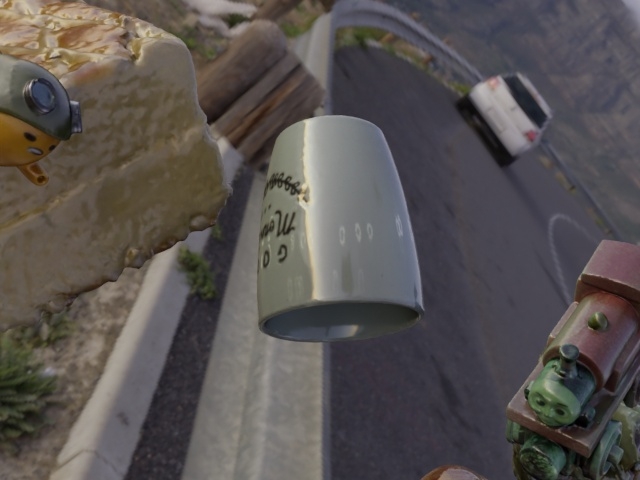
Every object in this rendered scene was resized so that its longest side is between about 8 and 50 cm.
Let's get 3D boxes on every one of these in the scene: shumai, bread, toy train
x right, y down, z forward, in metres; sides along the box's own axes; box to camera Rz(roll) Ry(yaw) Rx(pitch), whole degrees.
[{"bbox_3d":[0.420,0.290,1.388,0.218,0.256,0.189,22,-30,15],"label":"shumai"},{"bbox_3d":[-0.359,-0.121,1.121,0.390,0.371,0.279,31,-36,44],"label":"bread"},{"bbox_3d":[0.347,0.160,1.139,0.150,0.304,0.221,22,-42,29],"label":"toy train"}]

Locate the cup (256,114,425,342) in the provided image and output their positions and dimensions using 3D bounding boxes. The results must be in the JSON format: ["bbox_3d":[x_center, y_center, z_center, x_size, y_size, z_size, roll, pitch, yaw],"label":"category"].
[{"bbox_3d":[0.000,0.000,1.059,0.186,0.258,0.234,7,66,-26],"label":"cup"}]

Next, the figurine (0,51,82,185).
[{"bbox_3d":[-0.290,-0.146,0.754,0.166,0.141,0.250,44,27,-68],"label":"figurine"}]

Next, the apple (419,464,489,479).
[{"bbox_3d":[0.244,0.520,1.389,0.301,0.301,0.301,48,16,-19],"label":"apple"}]
